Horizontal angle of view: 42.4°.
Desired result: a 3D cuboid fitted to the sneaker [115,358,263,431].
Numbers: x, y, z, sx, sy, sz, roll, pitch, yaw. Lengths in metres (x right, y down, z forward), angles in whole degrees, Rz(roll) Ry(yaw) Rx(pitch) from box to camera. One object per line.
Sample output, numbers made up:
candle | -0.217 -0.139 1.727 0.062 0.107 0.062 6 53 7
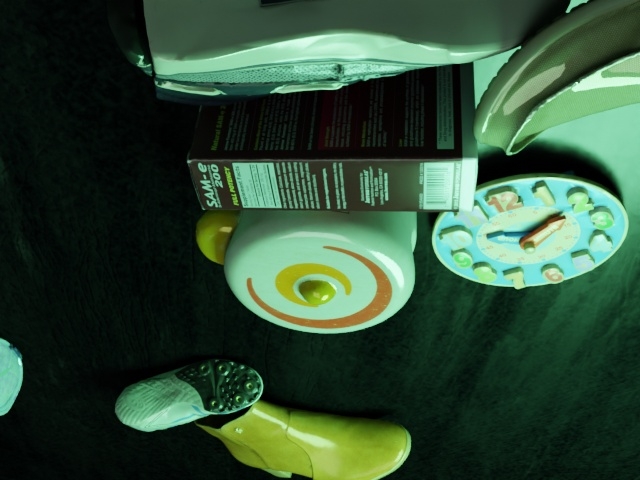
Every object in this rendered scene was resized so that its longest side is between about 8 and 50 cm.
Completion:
sneaker | -0.190 0.228 1.223 0.237 0.085 0.086 -14 165 19

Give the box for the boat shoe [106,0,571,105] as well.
boat shoe | 0.010 -0.180 0.651 0.340 0.127 0.158 -5 178 -10

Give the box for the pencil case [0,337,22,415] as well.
pencil case | -0.578 0.204 1.204 0.273 0.114 0.124 -8 130 16

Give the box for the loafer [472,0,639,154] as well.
loafer | 0.235 -0.138 0.603 0.268 0.092 0.102 -35 166 18

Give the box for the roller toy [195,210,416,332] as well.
roller toy | 0.000 0.000 0.837 0.191 0.146 0.209 -23 133 31

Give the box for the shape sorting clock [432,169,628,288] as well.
shape sorting clock | 0.224 -0.004 0.890 0.206 0.040 0.206 4 142 3

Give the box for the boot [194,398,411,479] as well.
boot | -0.034 0.295 1.259 0.295 0.104 0.211 -15 138 31

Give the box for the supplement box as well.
supplement box | 0.015 -0.095 0.727 0.239 0.130 0.073 1 143 7
